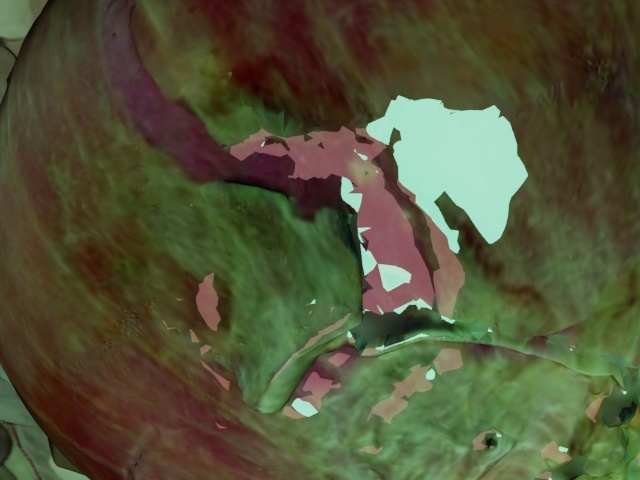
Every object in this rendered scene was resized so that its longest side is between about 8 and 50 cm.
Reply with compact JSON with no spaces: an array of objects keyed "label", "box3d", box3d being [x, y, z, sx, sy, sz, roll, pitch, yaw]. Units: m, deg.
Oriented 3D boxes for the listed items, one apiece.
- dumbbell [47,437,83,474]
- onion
[{"label":"dumbbell","box3d":[-0.108,0.037,0.959,0.082,0.092,0.231,39,144,26]},{"label":"onion","box3d":[0.044,-0.004,0.679,0.353,0.354,0.354,13,137,12]}]
